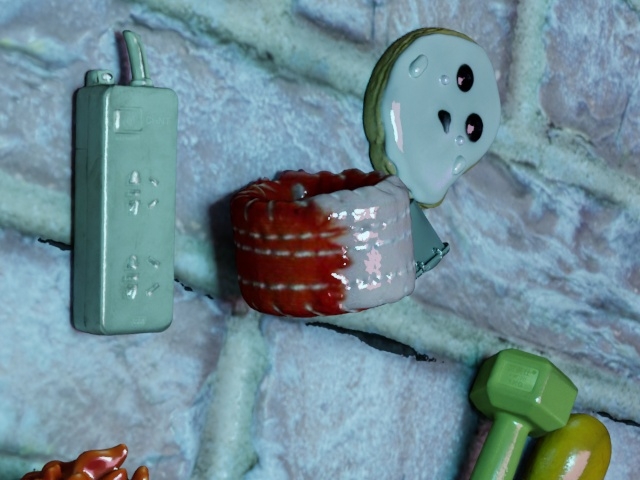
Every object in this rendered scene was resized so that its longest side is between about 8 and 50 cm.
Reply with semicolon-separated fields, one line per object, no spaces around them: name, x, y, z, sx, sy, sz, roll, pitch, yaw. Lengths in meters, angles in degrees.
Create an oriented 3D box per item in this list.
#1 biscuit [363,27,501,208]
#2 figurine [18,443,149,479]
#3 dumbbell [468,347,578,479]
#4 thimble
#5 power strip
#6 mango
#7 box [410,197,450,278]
biscuit;0.131;-0.143;2.113;0.208;0.049;0.181;-41;120;-33
figurine;-0.217;0.354;1.708;0.306;0.241;0.412;-45;143;-6
dumbbell;0.190;0.273;2.150;0.302;0.121;0.108;-66;159;-18
thimble;0.002;0.001;1.894;0.163;0.190;0.125;-18;105;-44
power strip;-0.185;-0.055;1.808;0.093;0.053;0.288;-2;94;-44
mango;0.280;0.285;2.243;0.178;0.090;0.115;-62;162;-20
box;0.067;0.006;2.013;0.084;0.122;0.069;-37;105;-38
